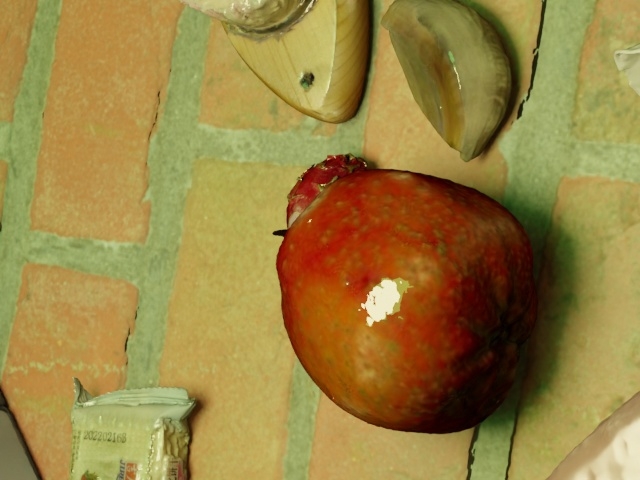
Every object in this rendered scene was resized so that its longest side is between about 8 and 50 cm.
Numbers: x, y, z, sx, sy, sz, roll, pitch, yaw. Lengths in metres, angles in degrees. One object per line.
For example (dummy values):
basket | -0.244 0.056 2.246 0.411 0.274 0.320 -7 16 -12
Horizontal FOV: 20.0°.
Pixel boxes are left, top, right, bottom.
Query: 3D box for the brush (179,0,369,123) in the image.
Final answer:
brush | -0.048 -0.248 1.924 0.174 0.166 0.266 -32 70 28

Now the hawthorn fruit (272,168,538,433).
hawthorn fruit | 0.060 0.049 1.769 0.300 0.254 0.254 19 96 37

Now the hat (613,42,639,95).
hat | 0.377 -0.163 1.632 0.203 0.203 0.126 33 84 33

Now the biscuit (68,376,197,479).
biscuit | -0.215 0.313 2.025 0.186 0.079 0.309 2 84 37

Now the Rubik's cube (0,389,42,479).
Rubik's cube | -0.559 0.275 2.121 0.318 0.313 0.316 -43 63 24

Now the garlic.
garlic | 0.131 -0.186 1.843 0.101 0.087 0.195 -47 64 36

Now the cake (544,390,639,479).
cake | 0.335 0.293 1.554 0.230 0.237 0.309 -45 61 21

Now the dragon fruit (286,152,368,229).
dragon fruit | 0.000 0.000 1.910 0.094 0.094 0.190 28 105 33
